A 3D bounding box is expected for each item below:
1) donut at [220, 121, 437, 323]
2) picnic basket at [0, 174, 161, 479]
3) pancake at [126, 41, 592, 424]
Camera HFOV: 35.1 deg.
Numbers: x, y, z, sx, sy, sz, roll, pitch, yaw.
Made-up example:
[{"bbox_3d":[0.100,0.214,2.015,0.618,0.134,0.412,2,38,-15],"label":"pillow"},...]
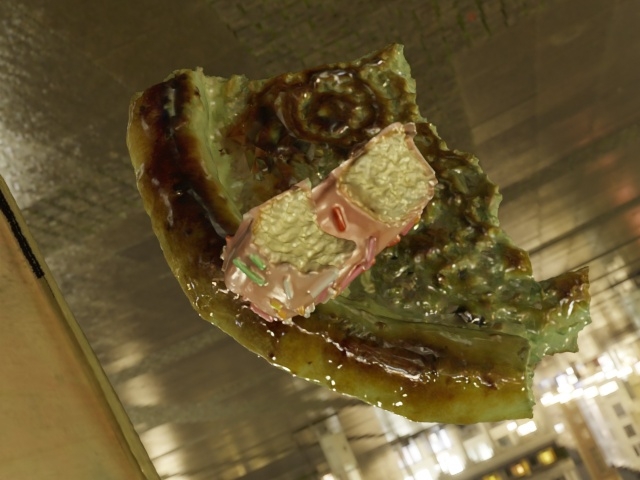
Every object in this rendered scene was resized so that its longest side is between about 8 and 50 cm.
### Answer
[{"bbox_3d":[0.000,0.000,0.628,0.166,0.065,0.117,-34,170,-39],"label":"donut"},{"bbox_3d":[-0.185,0.089,0.400,0.139,0.266,0.165,-43,157,25],"label":"picnic basket"},{"bbox_3d":[0.027,-0.018,0.839,0.305,0.426,0.067,-26,153,-18],"label":"pancake"}]
